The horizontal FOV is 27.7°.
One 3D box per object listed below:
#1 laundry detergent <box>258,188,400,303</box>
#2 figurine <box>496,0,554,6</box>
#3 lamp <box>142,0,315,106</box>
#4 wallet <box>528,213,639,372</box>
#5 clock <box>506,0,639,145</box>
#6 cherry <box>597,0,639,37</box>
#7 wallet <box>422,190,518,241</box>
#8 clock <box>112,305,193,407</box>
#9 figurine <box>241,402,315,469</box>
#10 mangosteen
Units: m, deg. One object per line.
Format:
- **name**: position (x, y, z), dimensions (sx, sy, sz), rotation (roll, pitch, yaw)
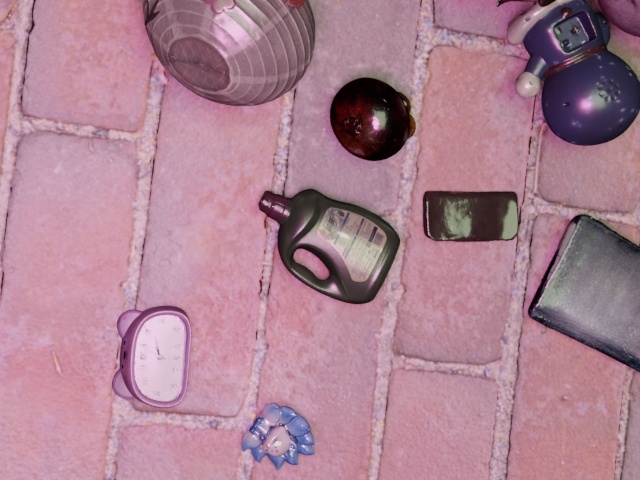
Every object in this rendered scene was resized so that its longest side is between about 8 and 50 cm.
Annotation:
- **laundry detergent**: position (0.000, 0.000, 1.958), dimensions (0.222, 0.078, 0.144), rotation (25, 88, -12)
- **figurine**: position (0.236, -0.456, 1.937), dimensions (0.370, 0.281, 0.167), rotation (17, 120, 11)
- **lamp**: position (-0.131, -0.320, 1.860), dimensions (0.265, 0.233, 0.233), rotation (24, 84, -1)
- **wallet**: position (0.527, 0.119, 2.095), dimensions (0.379, 0.046, 0.190), rotation (27, 85, -12)
- **clock**: position (0.397, -0.263, 2.024), dimensions (0.200, 0.146, 0.243), rotation (-27, 88, -16)
- **cherry**: position (0.536, -0.420, 2.034), dimensions (0.266, 0.183, 0.213), rotation (24, 91, -33)
- **wallet**: position (0.237, -0.038, 2.043), dimensions (0.157, 0.018, 0.082), rotation (-2, 89, -13)
- **clock**: position (-0.247, 0.172, 1.912), dimensions (0.110, 0.050, 0.152), rotation (5, 88, -13)
- **figurine**: position (-0.055, 0.297, 1.941), dimensions (0.114, 0.079, 0.114), rotation (2, 109, 5)
- **mangosteen**: position (0.085, -0.186, 1.967), dimensions (0.140, 0.140, 0.140), rotation (0, 89, -13)
